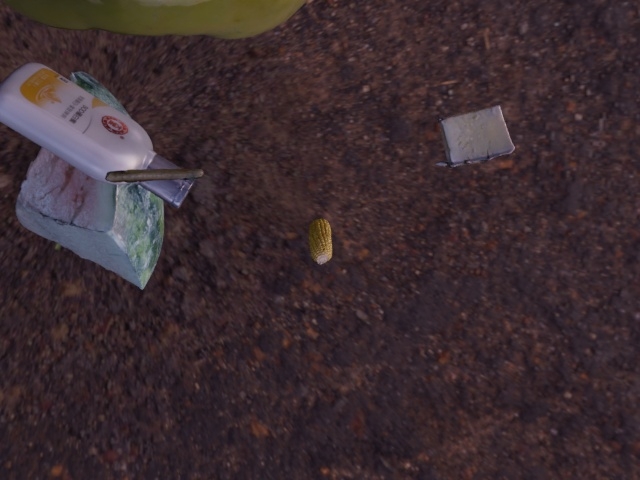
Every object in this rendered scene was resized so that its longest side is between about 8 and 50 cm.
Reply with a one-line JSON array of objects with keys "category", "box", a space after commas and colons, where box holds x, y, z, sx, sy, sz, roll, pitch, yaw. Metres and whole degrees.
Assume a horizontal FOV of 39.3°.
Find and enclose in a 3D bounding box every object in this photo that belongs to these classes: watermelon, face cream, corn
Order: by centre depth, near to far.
[{"category": "face cream", "box": [-0.313, -0.142, 1.267, 0.291, 0.144, 0.071, 33, 122, -7]}, {"category": "corn", "box": [0.000, 0.000, 1.391, 0.037, 0.092, 0.037, -3, 130, -3]}, {"category": "watermelon", "box": [-0.412, -0.089, 1.546, 0.258, 0.228, 0.388, -18, 83, 9]}]

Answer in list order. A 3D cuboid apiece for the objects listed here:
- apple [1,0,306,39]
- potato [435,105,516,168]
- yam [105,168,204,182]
[{"category": "apple", "box": [-0.116, -0.257, 0.594, 0.279, 0.279, 0.279, -2, 97, -14]}, {"category": "potato", "box": [0.169, -0.115, 1.007, 0.086, 0.122, 0.061, -10, 95, 6]}, {"category": "yam", "box": [-0.181, -0.071, 0.978, 0.107, 0.014, 0.014, -2, 97, 0]}]
